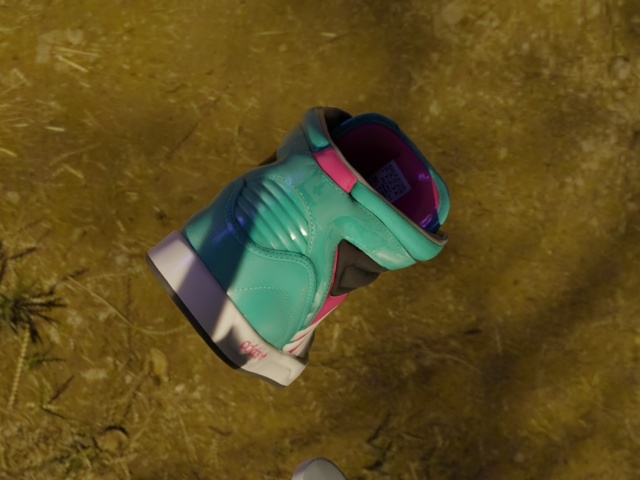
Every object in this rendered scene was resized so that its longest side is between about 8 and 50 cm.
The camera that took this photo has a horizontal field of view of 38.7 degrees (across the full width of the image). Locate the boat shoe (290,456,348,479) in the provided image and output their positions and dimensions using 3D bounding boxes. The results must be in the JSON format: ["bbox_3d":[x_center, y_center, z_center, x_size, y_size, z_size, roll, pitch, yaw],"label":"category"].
[{"bbox_3d":[-0.005,0.259,0.700,0.065,0.083,0.183,-18,90,-51],"label":"boat shoe"}]

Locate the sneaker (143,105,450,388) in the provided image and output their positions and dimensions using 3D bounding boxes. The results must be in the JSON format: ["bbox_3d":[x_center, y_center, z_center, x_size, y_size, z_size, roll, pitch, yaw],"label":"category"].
[{"bbox_3d":[0.000,0.000,0.624,0.178,0.295,0.123,-38,81,-2],"label":"sneaker"}]
